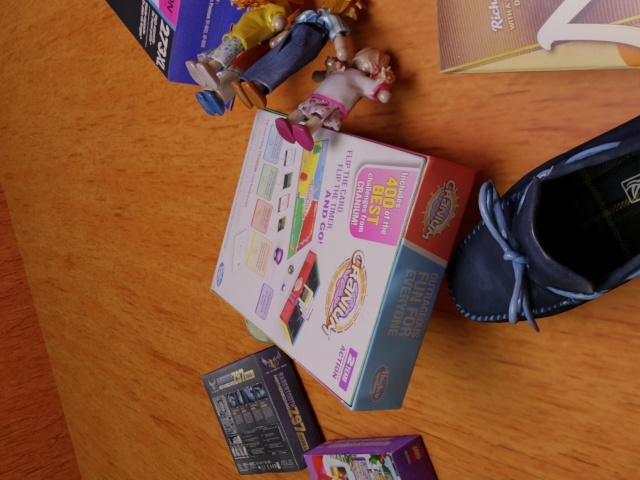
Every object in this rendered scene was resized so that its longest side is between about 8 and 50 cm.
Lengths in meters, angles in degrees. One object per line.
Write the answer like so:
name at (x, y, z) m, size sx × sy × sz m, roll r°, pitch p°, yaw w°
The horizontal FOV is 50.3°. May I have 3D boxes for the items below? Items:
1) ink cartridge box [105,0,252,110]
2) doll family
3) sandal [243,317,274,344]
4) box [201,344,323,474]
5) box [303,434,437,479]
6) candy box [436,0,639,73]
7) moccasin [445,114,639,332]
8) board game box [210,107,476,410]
ink cartridge box at (-0.229, -0.363, 0.982) m, size 0.371 × 0.069 × 0.175 m, roll 49°, pitch 139°, yaw 25°
doll family at (-0.037, -0.209, 0.720) m, size 0.263 × 0.163 × 0.118 m, roll 28°, pitch 158°, yaw 44°
sandal at (-0.034, 0.069, 0.890) m, size 0.303 × 0.086 × 0.120 m, roll -30°, pitch 80°, yaw 54°
box at (-0.098, 0.276, 1.091) m, size 0.233 × 0.059 × 0.183 m, roll -34°, pitch 78°, yaw 54°
box at (0.100, 0.402, 0.885) m, size 0.201 × 0.057 × 0.293 m, roll -25°, pitch 85°, yaw 53°
candy box at (0.215, -0.205, 0.434) m, size 0.316 × 0.088 × 0.182 m, roll 14°, pitch 116°, yaw 49°
moccasin at (0.192, -0.021, 0.521) m, size 0.137 × 0.117 × 0.342 m, roll 61°, pitch 144°, yaw 15°
board game box at (0.000, 0.000, 0.732) m, size 0.316 × 0.064 × 0.242 m, roll 30°, pitch 107°, yaw 52°
